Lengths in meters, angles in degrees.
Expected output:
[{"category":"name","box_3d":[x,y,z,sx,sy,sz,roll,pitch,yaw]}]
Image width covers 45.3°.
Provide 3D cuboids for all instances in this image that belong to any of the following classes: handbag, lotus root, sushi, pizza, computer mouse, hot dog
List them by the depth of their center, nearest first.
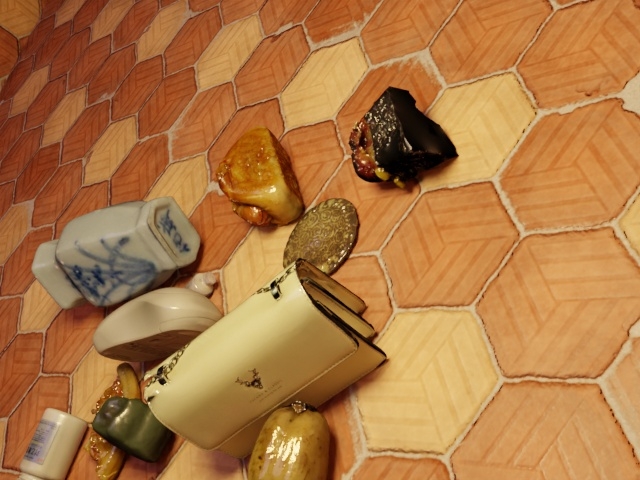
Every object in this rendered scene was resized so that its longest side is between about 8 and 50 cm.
[{"category":"lotus root","box_3d":[-0.053,0.373,1.247,0.125,0.118,0.221,2,65,31]},{"category":"handbag","box_3d":[-0.097,0.209,1.322,0.358,0.236,0.160,-37,40,17]},{"category":"sushi","box_3d":[0.134,-0.181,1.470,0.150,0.153,0.172,-48,58,33]},{"category":"computer mouse","box_3d":[-0.348,0.172,1.632,0.296,0.184,0.121,-20,66,34]},{"category":"pizza","box_3d":[-0.449,0.392,1.663,0.134,0.056,0.271,-7,55,30]},{"category":"hot dog","box_3d":[-0.141,-0.128,1.692,0.153,0.150,0.257,-30,44,11]}]

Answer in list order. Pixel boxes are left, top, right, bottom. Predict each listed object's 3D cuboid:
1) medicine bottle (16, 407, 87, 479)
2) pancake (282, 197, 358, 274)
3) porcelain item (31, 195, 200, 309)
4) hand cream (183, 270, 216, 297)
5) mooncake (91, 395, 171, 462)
[{"category":"medicine bottle","box_3d":[-0.603,0.478,1.709,0.102,0.102,0.187,-1,60,43]},{"category":"pancake","box_3d":[-0.001,-0.001,1.555,0.199,0.021,0.199,-24,47,29]},{"category":"porcelain item","box_3d":[-0.490,0.035,1.827,0.405,0.243,0.178,-18,25,32]},{"category":"hand cream","box_3d":[-0.284,0.118,1.726,0.142,0.053,0.084,-42,37,36]},{"category":"mooncake","box_3d":[-0.379,0.369,1.530,0.175,0.168,0.104,11,67,31]}]
